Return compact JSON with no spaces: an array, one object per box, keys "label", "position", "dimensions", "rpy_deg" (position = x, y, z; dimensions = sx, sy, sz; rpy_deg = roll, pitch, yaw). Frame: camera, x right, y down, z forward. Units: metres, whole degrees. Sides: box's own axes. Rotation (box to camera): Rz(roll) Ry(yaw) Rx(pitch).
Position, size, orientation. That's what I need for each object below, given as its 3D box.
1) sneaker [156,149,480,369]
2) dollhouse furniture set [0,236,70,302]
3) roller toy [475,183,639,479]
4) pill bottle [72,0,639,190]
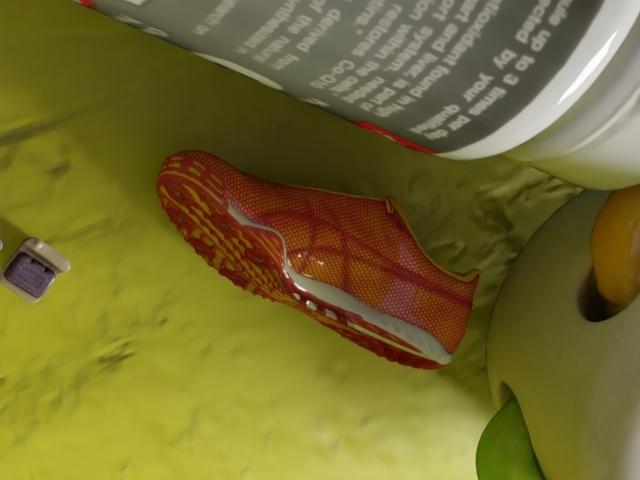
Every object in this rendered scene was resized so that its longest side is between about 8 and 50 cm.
[{"label":"sneaker","position":[0.000,0.000,0.526],"dimensions":[0.175,0.064,0.067],"rpy_deg":[31,71,-32]},{"label":"dollhouse furniture set","position":[-0.163,0.034,0.442],"dimensions":[0.091,0.081,0.114],"rpy_deg":[40,87,-27]},{"label":"roller toy","position":[0.192,0.066,0.555],"dimensions":[0.191,0.146,0.209],"rpy_deg":[8,106,-18]},{"label":"pill bottle","position":[0.025,-0.126,0.437],"dimensions":[0.283,0.161,0.161],"rpy_deg":[21,95,-26]}]
